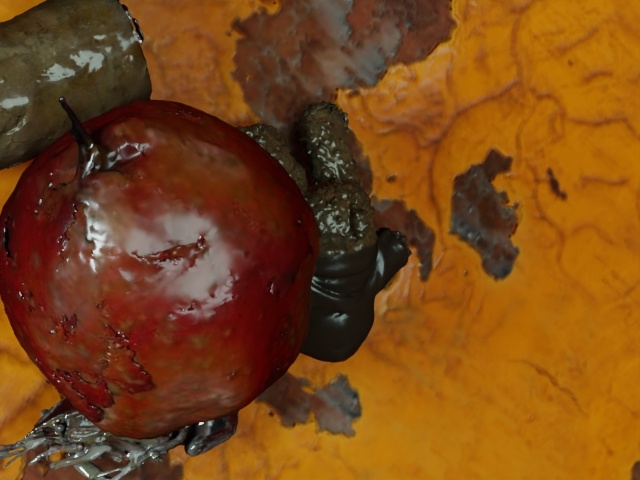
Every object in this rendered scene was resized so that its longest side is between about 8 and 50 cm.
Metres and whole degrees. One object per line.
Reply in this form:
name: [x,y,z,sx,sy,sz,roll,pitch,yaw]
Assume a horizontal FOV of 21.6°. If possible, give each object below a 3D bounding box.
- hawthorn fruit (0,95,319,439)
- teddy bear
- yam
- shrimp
hawthorn fruit: [-0.097,0.005,0.882,0.181,0.181,0.235,-51,151,-15]
teddy bear: [0.005,-0.001,1.030,0.119,0.078,0.160,-21,107,-31]
yam: [-0.161,-0.086,0.916,0.127,0.084,0.084,-26,111,-22]
shrimp: [-0.121,0.110,0.983,0.165,0.056,0.065,-16,112,-26]
